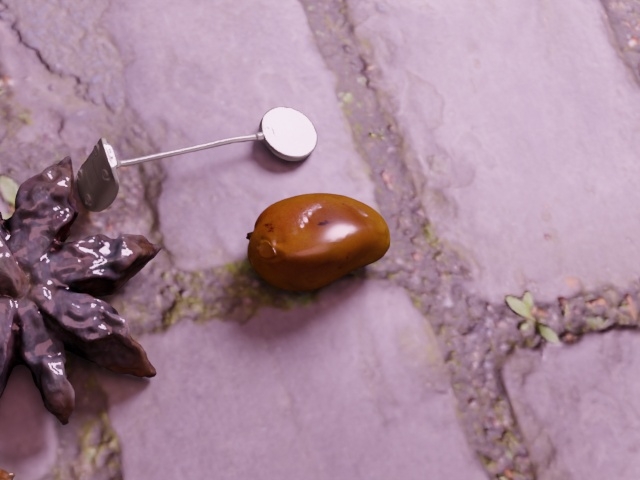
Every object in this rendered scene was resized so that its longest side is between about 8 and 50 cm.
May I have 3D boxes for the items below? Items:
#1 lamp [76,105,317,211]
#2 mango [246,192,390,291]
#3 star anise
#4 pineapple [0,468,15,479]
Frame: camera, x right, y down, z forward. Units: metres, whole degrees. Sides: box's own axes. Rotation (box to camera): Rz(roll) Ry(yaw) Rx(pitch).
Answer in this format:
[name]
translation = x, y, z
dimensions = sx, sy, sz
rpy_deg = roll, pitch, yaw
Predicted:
[lamp]
translation = -0.094, -0.066, 1.095
dimensions = 0.198, 0.056, 0.050
rpy_deg = -11, 63, -30
[mango]
translation = 0.000, 0.000, 1.056
dimensions = 0.114, 0.060, 0.080
rpy_deg = -9, 48, -15
[star anise]
translation = -0.233, 0.031, 0.976
dimensions = 0.262, 0.081, 0.230
rpy_deg = 21, 72, -3
[pineapple]
translation = -0.164, 0.266, 0.846
dimensions = 0.277, 0.119, 0.130
rpy_deg = 52, 20, 16
